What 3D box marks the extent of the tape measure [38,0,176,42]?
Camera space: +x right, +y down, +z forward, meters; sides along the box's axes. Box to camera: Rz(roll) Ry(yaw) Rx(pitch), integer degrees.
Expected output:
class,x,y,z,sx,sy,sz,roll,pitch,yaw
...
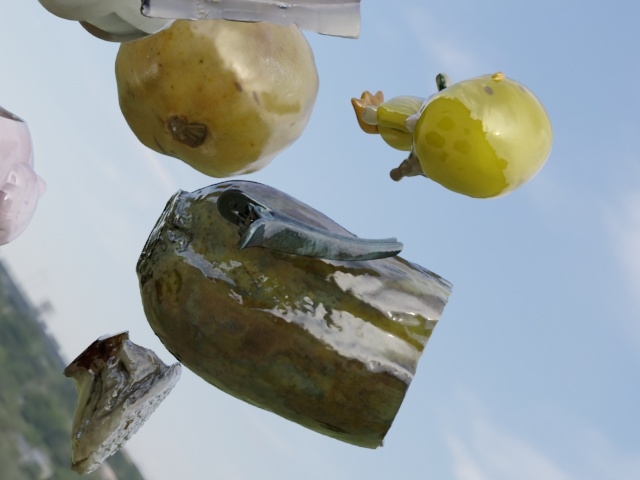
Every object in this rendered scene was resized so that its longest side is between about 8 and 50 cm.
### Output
class,x,y,z,sx,sy,sz,roll,pitch,yaw
tape measure,-0.246,-0.368,1.941,0.265,0.258,0.130,46,11,33

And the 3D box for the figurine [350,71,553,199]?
class,x,y,z,sx,sy,sz,roll,pitch,yaw
figurine,0.198,-0.167,2.383,0.343,0.215,0.187,21,-60,61

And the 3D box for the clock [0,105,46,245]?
class,x,y,z,sx,sy,sz,roll,pitch,yaw
clock,-0.541,-0.092,2.115,0.368,0.250,0.376,23,4,6

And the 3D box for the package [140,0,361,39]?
class,x,y,z,sx,sy,sz,roll,pitch,yaw
package,-0.062,-0.306,1.422,0.062,0.204,0.251,142,-50,-73

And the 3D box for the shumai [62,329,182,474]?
class,x,y,z,sx,sy,sz,roll,pitch,yaw
shumai,-0.278,0.199,2.057,0.120,0.201,0.201,43,-16,4

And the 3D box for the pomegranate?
class,x,y,z,sx,sy,sz,roll,pitch,yaw
pomegranate,-0.162,-0.266,2.559,0.332,0.332,0.332,52,-15,21

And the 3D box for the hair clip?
class,x,y,z,sx,sy,sz,roll,pitch,yaw
hair clip,0.000,0.000,1.616,0.229,0.039,0.070,14,32,-38

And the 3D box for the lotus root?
class,x,y,z,sx,sy,sz,roll,pitch,yaw
lotus root,-0.038,0.072,1.775,0.346,0.250,0.250,29,-15,-3
